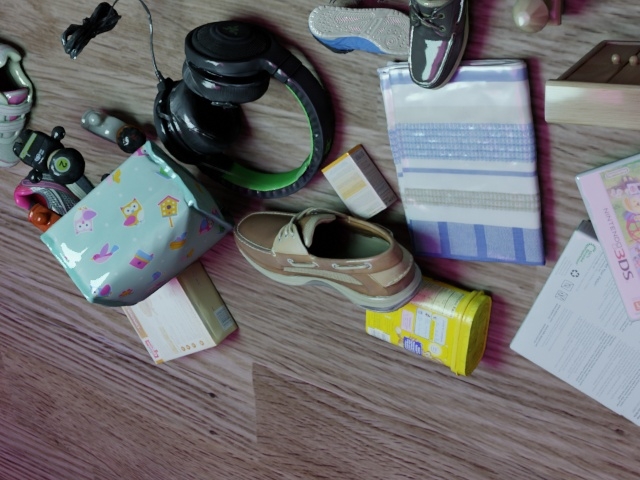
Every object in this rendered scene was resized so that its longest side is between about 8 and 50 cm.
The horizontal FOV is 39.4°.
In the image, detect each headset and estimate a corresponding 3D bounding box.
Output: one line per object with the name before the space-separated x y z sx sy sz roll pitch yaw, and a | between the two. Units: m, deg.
headset | -0.171 -0.206 1.285 0.394 0.185 0.243 38 132 -3

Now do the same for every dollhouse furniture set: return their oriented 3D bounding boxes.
dollhouse furniture set | 0.322 -0.303 0.877 0.303 0.174 0.355 11 121 31

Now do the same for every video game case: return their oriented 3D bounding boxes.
video game case | 0.428 -0.020 1.029 0.213 0.023 0.193 -19 95 32

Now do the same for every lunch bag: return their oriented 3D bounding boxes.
lunch bag | -0.262 -0.010 1.375 0.223 0.262 0.160 -42 76 2

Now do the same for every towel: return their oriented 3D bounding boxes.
towel | 0.190 -0.103 1.185 0.209 0.034 0.284 5 118 35

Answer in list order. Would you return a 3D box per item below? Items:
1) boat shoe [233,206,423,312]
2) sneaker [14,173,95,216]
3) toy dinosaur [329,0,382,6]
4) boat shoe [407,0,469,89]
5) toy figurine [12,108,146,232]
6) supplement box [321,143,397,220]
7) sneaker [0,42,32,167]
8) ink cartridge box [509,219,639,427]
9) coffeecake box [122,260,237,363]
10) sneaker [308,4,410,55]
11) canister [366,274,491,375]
boat shoe | 0.000 0.000 1.299 0.325 0.123 0.116 14 144 34
sneaker | -0.430 -0.015 1.635 0.299 0.112 0.120 39 132 10
toy dinosaur | 0.049 -0.337 1.162 0.082 0.047 0.090 37 99 25
boat shoe | 0.139 -0.288 1.068 0.080 0.073 0.223 25 117 26
toy figurine | -0.380 -0.101 1.481 0.148 0.210 0.213 25 128 37
supplement box | 0.056 -0.081 1.292 0.062 0.036 0.098 -31 95 44
sneaker | -0.579 -0.245 1.616 0.111 0.103 0.252 16 124 30
ink cartridge box | 0.389 0.115 1.158 0.224 0.045 0.223 33 130 16
coffeecake box | -0.262 0.134 1.628 0.186 0.068 0.142 -21 102 42
sneaker | 0.059 -0.273 1.173 0.152 0.084 0.058 6 96 -3
canister | 0.155 0.112 1.309 0.170 0.073 0.126 20 125 28
